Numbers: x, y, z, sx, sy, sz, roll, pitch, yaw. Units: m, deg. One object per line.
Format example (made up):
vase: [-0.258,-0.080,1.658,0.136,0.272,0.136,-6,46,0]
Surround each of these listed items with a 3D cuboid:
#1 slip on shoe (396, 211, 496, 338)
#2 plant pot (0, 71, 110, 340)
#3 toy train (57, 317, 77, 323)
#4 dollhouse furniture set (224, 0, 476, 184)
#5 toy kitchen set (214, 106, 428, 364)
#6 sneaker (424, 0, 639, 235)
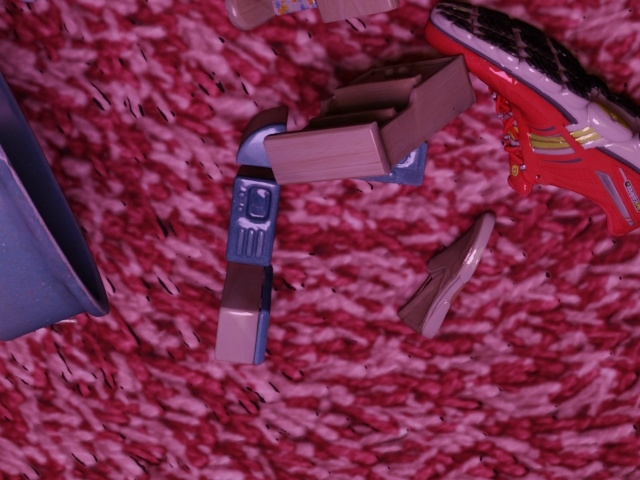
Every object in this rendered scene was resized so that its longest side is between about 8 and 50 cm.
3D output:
slip on shoe: [0.118,0.028,1.270,0.041,0.051,0.135,29,114,3]
plant pot: [-0.390,-0.018,1.066,0.334,0.341,0.341,-27,108,-4]
toy train: [-0.354,0.019,1.254,0.248,0.105,0.143,-6,93,-1]
dollhouse furniture set: [0.014,-0.188,1.081,0.212,0.161,0.242,-4,114,38]
toy kitchen set: [0.000,0.000,1.219,0.166,0.122,0.207,7,110,-2]
sneaker: [0.193,-0.098,1.195,0.279,0.107,0.118,37,116,-9]
